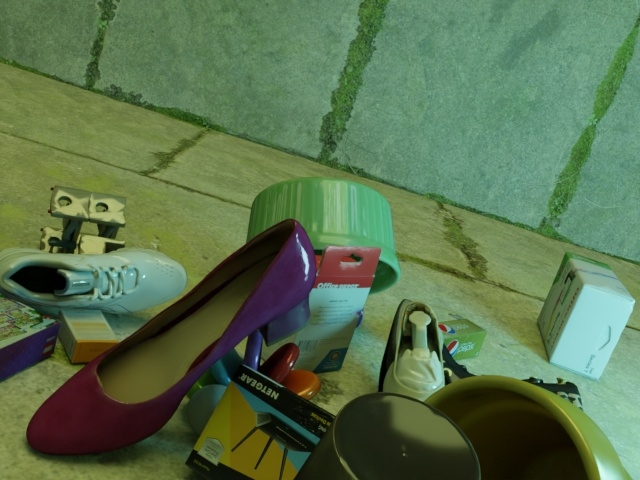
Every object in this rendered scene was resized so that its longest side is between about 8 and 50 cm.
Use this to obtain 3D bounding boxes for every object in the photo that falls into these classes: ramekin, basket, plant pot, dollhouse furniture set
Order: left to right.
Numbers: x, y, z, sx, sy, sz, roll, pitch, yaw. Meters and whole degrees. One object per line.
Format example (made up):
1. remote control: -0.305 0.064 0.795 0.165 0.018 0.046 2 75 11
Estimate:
1. dollhouse furniture set: -0.417 0.022 1.216 0.128 0.129 0.184 10 48 -24
2. ramekin: 0.000 0.000 1.337 0.303 0.148 0.303 1 -22 1
3. basket: 0.042 0.261 0.626 0.204 0.227 0.154 17 31 -3
4. plant pot: 0.240 0.298 0.785 0.239 0.254 0.254 25 8 -41

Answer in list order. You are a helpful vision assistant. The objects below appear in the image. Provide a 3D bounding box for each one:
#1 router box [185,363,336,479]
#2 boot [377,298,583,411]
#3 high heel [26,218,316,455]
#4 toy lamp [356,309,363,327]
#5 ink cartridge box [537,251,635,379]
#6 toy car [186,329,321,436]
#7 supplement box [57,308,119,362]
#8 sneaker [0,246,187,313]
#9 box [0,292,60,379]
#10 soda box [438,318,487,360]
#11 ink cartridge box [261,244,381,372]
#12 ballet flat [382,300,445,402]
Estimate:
1. router box: -0.046 0.243 0.807 0.178 0.133 0.046 24 -11 21
2. boot: 0.238 0.230 1.093 0.284 0.138 0.377 11 20 2
3. high heel: -0.174 0.102 0.807 0.377 0.181 0.127 -30 54 -22
4. toy lamp: -0.051 0.119 1.308 0.274 0.080 0.080 8 19 -32
5. ink cartridge box: 0.608 0.167 1.635 0.117 0.202 0.278 19 17 6
6. toy car: -0.087 0.188 0.937 0.181 0.136 0.159 17 17 -4
7. supplement box: -0.337 0.137 1.011 0.062 0.036 0.098 7 20 -36
8. sneaker: -0.344 0.066 1.062 0.297 0.111 0.129 -1 2 -26
9. box: -0.494 0.124 0.849 0.200 0.057 0.293 23 17 14
10. soda box: 0.256 0.200 1.397 0.181 0.061 0.058 0 24 -47
11. ink cartridge box: -0.001 0.100 1.146 0.134 0.231 0.078 3 22 -43
12. ballet flat: 0.132 0.163 0.960 0.086 0.086 0.248 18 27 -1
